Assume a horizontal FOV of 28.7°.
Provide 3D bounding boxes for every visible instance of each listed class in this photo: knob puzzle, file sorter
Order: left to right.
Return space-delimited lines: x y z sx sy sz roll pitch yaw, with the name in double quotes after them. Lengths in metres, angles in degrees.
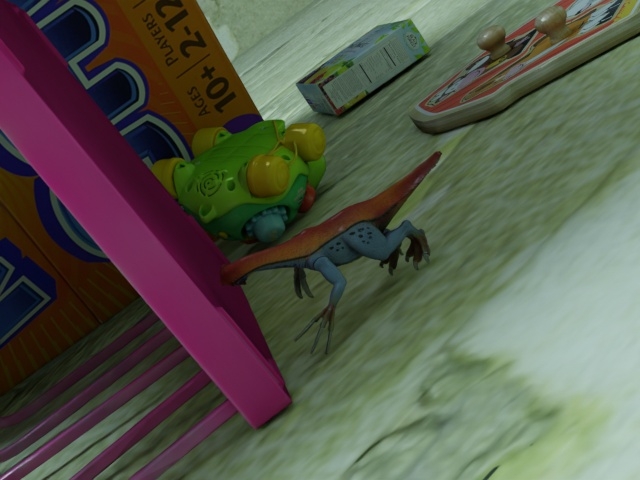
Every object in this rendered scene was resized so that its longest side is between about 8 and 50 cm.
-0.161 0.018 0.588 0.182 0.202 0.291 -38 12 -1 "file sorter"
0.127 -0.126 0.772 0.213 0.030 0.213 -34 12 8 "knob puzzle"

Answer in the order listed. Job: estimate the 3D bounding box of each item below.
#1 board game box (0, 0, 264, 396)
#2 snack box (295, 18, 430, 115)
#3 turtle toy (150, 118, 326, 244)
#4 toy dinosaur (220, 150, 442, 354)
-0.302 -0.139 0.896 0.356 0.356 0.356 -36 42 -7 "board game box"
0.035 -0.156 1.130 0.100 0.037 0.141 -34 11 -4 "snack box"
-0.039 -0.038 0.789 0.095 0.066 0.130 1 27 30 "turtle toy"
0.000 0.000 0.519 0.082 0.090 0.047 9 1 -29 "toy dinosaur"
